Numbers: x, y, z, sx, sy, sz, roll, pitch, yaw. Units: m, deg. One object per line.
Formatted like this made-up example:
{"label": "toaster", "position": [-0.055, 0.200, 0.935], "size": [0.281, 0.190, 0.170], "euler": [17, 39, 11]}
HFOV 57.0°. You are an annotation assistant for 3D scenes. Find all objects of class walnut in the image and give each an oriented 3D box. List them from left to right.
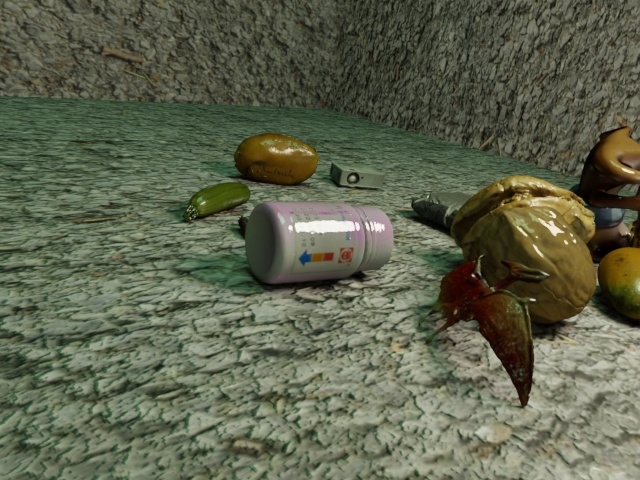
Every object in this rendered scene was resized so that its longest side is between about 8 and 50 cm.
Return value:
{"label": "walnut", "position": [0.397, 0.044, 1.085], "size": [0.245, 0.198, 0.198], "euler": [49, 20, -5]}

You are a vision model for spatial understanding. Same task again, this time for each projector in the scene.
{"label": "projector", "position": [0.116, -0.208, 1.901], "size": [0.147, 0.061, 0.115], "euler": [3, 19, -19]}

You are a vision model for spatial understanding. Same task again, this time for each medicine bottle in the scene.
{"label": "medicine bottle", "position": [0.000, 0.000, 1.102], "size": [0.255, 0.151, 0.152], "euler": [-4, 23, -33]}

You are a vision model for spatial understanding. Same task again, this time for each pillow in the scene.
{"label": "pillow", "position": [0.389, -0.060, 1.565], "size": [0.162, 0.092, 0.335], "euler": [-12, 29, -36]}

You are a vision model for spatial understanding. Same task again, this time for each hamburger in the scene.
{"label": "hamburger", "position": [0.437, -0.031, 1.281], "size": [0.283, 0.259, 0.144], "euler": [19, 48, -27]}

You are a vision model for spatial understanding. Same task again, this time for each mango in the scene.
{"label": "mango", "position": [-0.129, -0.244, 1.740], "size": [0.249, 0.151, 0.156], "euler": [5, -15, -5]}
{"label": "mango", "position": [0.664, 0.093, 1.229], "size": [0.152, 0.120, 0.221], "euler": [10, 25, 9]}

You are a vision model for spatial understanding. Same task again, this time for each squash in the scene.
{"label": "squash", "position": [-0.244, -0.100, 1.394], "size": [0.066, 0.066, 0.252], "euler": [17, 20, 20]}

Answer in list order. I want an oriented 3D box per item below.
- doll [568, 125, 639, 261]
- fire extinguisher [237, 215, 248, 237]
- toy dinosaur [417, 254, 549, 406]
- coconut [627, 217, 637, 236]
{"label": "doll", "position": [0.736, -0.099, 1.485], "size": [0.209, 0.339, 0.318], "euler": [10, 29, 0]}
{"label": "fire extinguisher", "position": [-0.155, -0.032, 1.297], "size": [0.046, 0.032, 0.100], "euler": [-7, 29, -14]}
{"label": "toy dinosaur", "position": [0.261, 0.119, 0.967], "size": [0.207, 0.112, 0.327], "euler": [-39, 16, -18]}
{"label": "coconut", "position": [0.896, -0.007, 1.555], "size": [0.183, 0.170, 0.171], "euler": [20, 20, 9]}
